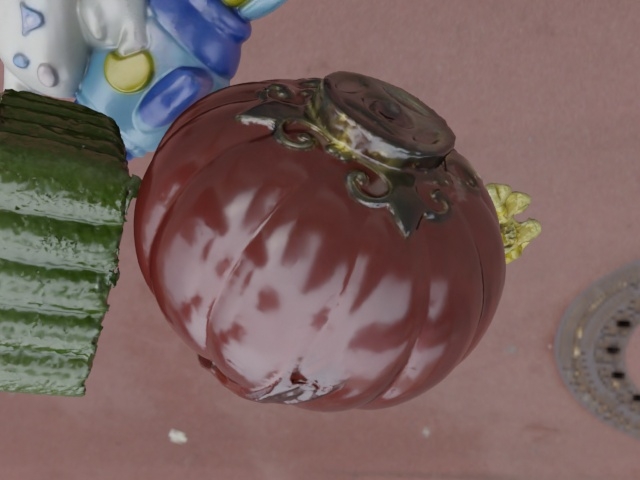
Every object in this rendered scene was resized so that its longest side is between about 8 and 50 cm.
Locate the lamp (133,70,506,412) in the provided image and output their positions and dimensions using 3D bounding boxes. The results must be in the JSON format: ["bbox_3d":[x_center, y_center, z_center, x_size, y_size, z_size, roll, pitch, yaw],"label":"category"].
[{"bbox_3d":[0.000,0.000,0.867,0.303,0.303,0.257,23,117,-6],"label":"lamp"}]

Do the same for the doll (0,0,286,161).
[{"bbox_3d":[-0.230,-0.223,1.202,0.365,0.187,0.376,14,128,1],"label":"doll"}]

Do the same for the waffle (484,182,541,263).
[{"bbox_3d":[0.175,0.005,1.504,0.250,0.056,0.261,4,146,-26],"label":"waffle"}]

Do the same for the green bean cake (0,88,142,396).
[{"bbox_3d":[-0.277,-0.003,1.029,0.156,0.250,0.247,10,109,-20],"label":"green bean cake"}]
